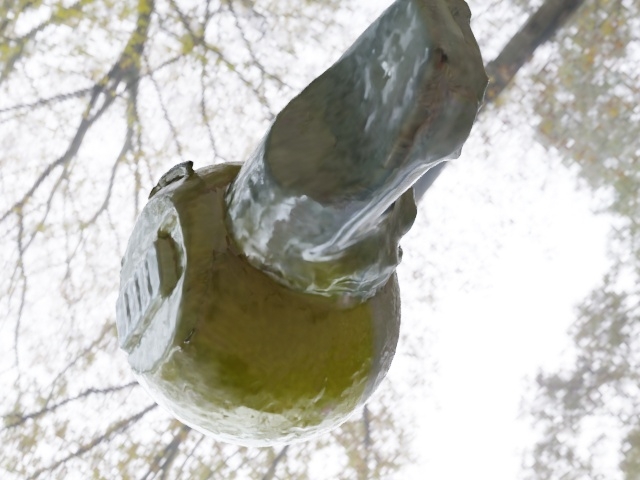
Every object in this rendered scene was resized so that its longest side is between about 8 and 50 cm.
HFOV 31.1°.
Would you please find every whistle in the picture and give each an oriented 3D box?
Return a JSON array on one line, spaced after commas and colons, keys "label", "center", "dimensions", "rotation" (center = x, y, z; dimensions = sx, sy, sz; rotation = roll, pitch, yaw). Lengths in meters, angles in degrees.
[{"label": "whistle", "center": [0.000, 0.000, 0.444], "dimensions": [0.123, 0.223, 0.123], "rotation": [22, -140, -20]}]
